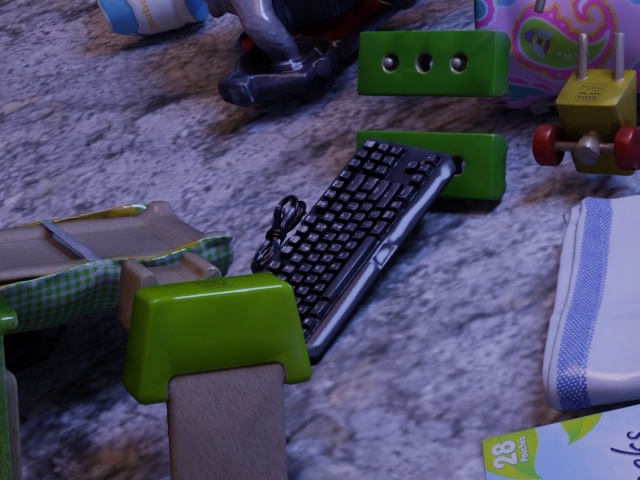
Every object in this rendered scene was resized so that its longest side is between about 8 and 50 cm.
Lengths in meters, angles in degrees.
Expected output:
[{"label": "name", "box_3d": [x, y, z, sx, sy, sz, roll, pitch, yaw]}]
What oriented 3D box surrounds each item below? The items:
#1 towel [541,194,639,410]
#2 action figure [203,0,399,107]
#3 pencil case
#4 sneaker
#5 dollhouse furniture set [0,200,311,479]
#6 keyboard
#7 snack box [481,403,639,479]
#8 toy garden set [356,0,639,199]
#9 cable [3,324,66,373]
[{"label": "towel", "box_3d": [0.259, 0.005, 0.870, 0.285, 0.034, 0.209, -12, 25, 21]}, {"label": "action figure", "box_3d": [0.037, -0.261, 1.313, 0.330, 0.178, 0.341, -15, 23, 33]}, {"label": "pencil case", "box_3d": [0.238, -0.148, 1.099, 0.284, 0.124, 0.124, 0, 35, 30]}, {"label": "sneaker", "box_3d": [-0.149, -0.264, 1.528, 0.092, 0.087, 0.229, -14, 28, 12]}, {"label": "dollhouse furniture set", "box_3d": [-0.142, 0.079, 0.960, 0.197, 0.151, 0.301, -7, 12, -19]}, {"label": "keyboard", "box_3d": [0.000, 0.000, 1.042, 0.108, 0.023, 0.180, 10, 50, 40]}, {"label": "snack box", "box_3d": [0.180, 0.139, 0.695, 0.207, 0.070, 0.174, -15, 31, 9]}, {"label": "toy garden set", "box_3d": [0.123, -0.149, 1.073, 0.204, 0.244, 0.049, 4, 3, 35]}, {"label": "cable", "box_3d": [-0.261, 0.061, 1.100, 0.150, 0.047, 0.184, -39, 40, -23]}]
